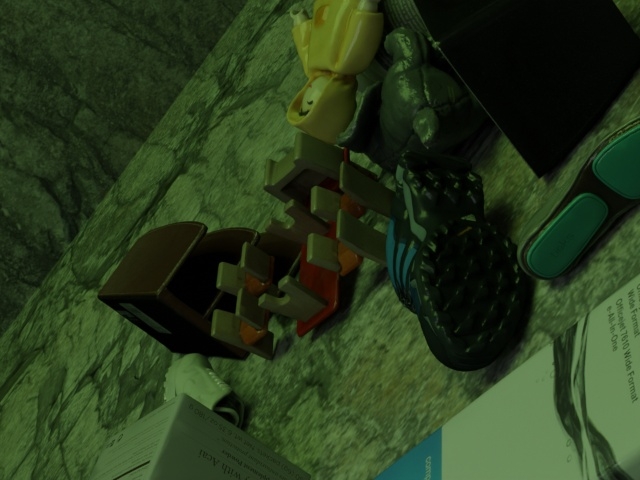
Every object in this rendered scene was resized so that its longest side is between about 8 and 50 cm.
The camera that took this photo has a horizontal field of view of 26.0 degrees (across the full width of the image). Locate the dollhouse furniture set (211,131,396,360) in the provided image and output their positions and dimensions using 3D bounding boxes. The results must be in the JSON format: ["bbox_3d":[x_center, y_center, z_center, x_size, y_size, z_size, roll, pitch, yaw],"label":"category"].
[{"bbox_3d":[0.000,0.000,1.741,0.262,0.135,0.259,-38,36,39],"label":"dollhouse furniture set"}]

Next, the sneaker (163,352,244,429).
[{"bbox_3d":[-0.139,0.210,1.746,0.094,0.090,0.235,-36,27,13],"label":"sneaker"}]

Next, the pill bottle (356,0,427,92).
[{"bbox_3d":[0.147,-0.294,1.756,0.318,0.176,0.176,-26,33,54],"label":"pill bottle"}]

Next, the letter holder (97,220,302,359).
[{"bbox_3d":[-0.164,0.036,1.979,0.214,0.152,0.302,-57,19,-15],"label":"letter holder"}]

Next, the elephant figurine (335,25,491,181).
[{"bbox_3d":[0.105,-0.131,1.668,0.239,0.186,0.169,-50,60,46],"label":"elephant figurine"}]

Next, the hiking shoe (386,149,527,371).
[{"bbox_3d":[0.130,0.039,1.385,0.304,0.113,0.132,-94,13,-53],"label":"hiking shoe"}]

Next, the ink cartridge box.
[{"bbox_3d":[0.206,0.153,0.768,0.307,0.223,0.129,-43,22,30],"label":"ink cartridge box"}]

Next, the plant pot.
[{"bbox_3d":[0.225,-0.211,1.447,0.167,0.187,0.188,-36,22,11],"label":"plant pot"}]

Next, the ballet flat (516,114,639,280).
[{"bbox_3d":[0.254,-0.053,1.250,0.213,0.072,0.068,-47,16,23],"label":"ballet flat"}]

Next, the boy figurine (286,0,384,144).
[{"bbox_3d":[0.012,-0.263,1.718,0.177,0.092,0.285,10,92,55],"label":"boy figurine"}]

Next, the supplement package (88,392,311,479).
[{"bbox_3d":[-0.160,0.338,1.396,0.175,0.177,0.293,-34,28,45],"label":"supplement package"}]
